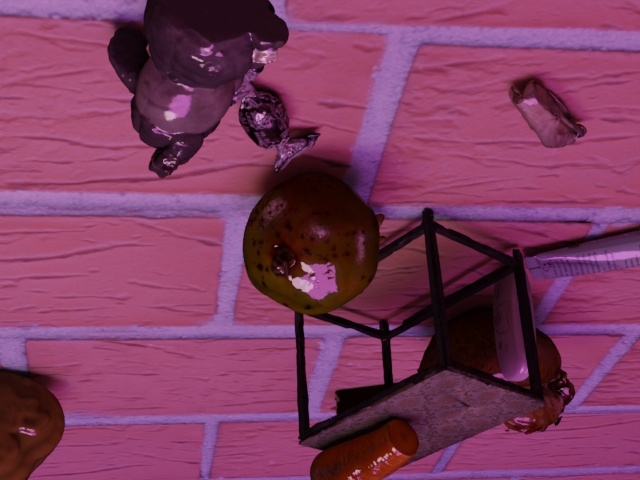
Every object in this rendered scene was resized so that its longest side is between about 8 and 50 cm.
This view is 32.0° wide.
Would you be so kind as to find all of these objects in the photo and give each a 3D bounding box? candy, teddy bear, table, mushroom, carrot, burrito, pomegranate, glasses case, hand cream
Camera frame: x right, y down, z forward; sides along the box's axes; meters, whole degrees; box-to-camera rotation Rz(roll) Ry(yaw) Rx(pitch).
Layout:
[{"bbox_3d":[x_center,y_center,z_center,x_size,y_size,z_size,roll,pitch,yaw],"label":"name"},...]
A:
[{"bbox_3d":[-0.067,-0.158,1.407,0.094,0.051,0.226,-15,148,12],"label":"candy"},{"bbox_3d":[-0.149,-0.204,1.245,0.144,0.171,0.251,-33,171,-38],"label":"teddy bear"},{"bbox_3d":[0.144,0.165,1.765,0.222,0.272,0.335,21,141,-35],"label":"table"},{"bbox_3d":[0.312,0.227,1.969,0.283,0.195,0.263,28,147,-19],"label":"mushroom"},{"bbox_3d":[0.064,0.338,1.699,0.087,0.087,0.193,20,144,-36],"label":"carrot"},{"bbox_3d":[0.295,-0.162,1.461,0.055,0.041,0.149,-35,140,21],"label":"burrito"},{"bbox_3d":[0.012,0.003,1.566,0.245,0.198,0.198,-3,152,-30],"label":"pomegranate"},{"bbox_3d":[0.314,0.133,1.812,0.049,0.194,0.074,8,154,-20],"label":"glasses case"},{"bbox_3d":[0.495,0.017,1.777,0.331,0.058,0.085,-14,150,16],"label":"hand cream"}]

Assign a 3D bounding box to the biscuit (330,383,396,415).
[{"bbox_3d":[0.144,0.347,2.234,0.252,0.106,0.070,-8,148,5],"label":"biscuit"}]

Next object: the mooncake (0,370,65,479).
[{"bbox_3d":[-0.592,0.339,2.015,0.234,0.235,0.117,9,150,-22],"label":"mooncake"}]
